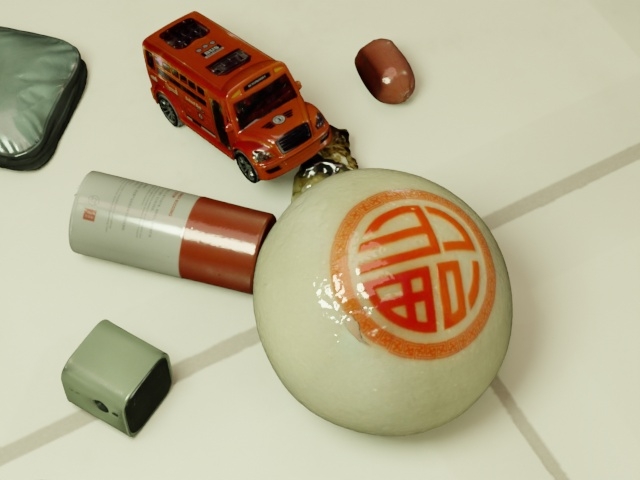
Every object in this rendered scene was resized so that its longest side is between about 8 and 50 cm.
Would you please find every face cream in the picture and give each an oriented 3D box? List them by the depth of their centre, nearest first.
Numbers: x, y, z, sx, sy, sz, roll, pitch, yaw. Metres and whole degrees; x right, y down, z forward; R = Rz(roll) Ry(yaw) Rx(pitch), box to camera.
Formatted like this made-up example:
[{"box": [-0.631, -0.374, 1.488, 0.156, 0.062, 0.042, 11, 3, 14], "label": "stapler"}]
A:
[{"box": [-0.164, -0.008, 1.662, 0.214, 0.096, 0.096, 13, 57, 9], "label": "face cream"}]

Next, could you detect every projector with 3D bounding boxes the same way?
[{"box": [-0.212, 0.144, 1.567, 0.082, 0.083, 0.083, 27, 61, 18], "label": "projector"}]

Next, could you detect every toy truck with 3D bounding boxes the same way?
[{"box": [-0.101, -0.170, 1.731, 0.107, 0.114, 0.253, -33, 43, -21], "label": "toy truck"}]

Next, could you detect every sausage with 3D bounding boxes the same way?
[{"box": [0.081, -0.206, 1.814, 0.054, 0.059, 0.094, -10, 51, -27], "label": "sausage"}]

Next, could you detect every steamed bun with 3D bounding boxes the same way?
[{"box": [0.074, 0.054, 1.524, 0.283, 0.177, 0.283, 7, 69, -17], "label": "steamed bun"}]

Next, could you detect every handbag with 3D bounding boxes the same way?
[{"box": [-0.461, -0.195, 1.813, 0.332, 0.075, 0.191, 15, 61, 7], "label": "handbag"}]

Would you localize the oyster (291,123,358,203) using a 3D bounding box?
[{"box": [0.003, 0.000, 1.675, 0.129, 0.078, 0.345, -3, 58, 9], "label": "oyster"}]
